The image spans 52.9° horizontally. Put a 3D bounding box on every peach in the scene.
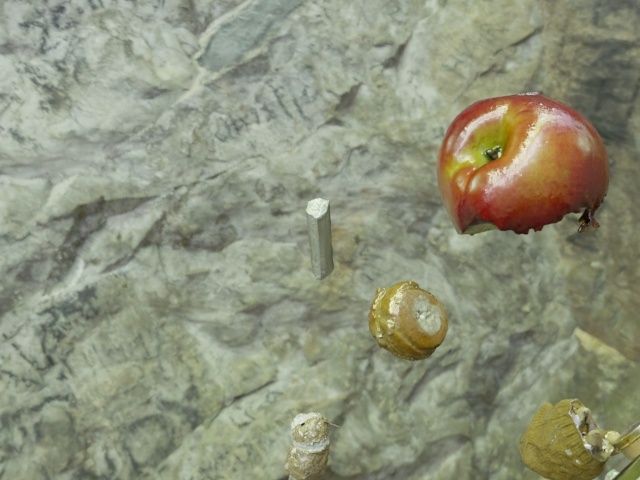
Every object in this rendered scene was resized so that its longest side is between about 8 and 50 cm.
[{"bbox_3d":[0.427,-0.159,1.374,0.406,0.335,0.309,-7,-89,-44],"label":"peach"}]

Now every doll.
[{"bbox_3d":[-0.036,0.526,1.571,0.105,0.115,0.221,-24,-49,-82],"label":"doll"}]

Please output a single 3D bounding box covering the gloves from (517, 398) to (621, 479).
[{"bbox_3d":[0.573,0.485,1.496,0.356,0.203,0.155,93,-166,-59],"label":"gloves"}]

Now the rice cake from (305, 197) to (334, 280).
[{"bbox_3d":[0.000,0.000,1.547,0.057,0.052,0.256,-26,-37,-17],"label":"rice cake"}]

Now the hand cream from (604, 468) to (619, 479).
[{"bbox_3d":[0.655,0.533,1.330,0.039,0.143,0.061,-42,-46,-7],"label":"hand cream"}]

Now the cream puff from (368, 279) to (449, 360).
[{"bbox_3d":[0.140,0.137,1.070,0.144,0.103,0.126,23,-121,-27],"label":"cream puff"}]

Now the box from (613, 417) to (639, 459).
[{"bbox_3d":[0.560,0.334,1.115,0.106,0.037,0.105,-32,-25,-17],"label":"box"}]

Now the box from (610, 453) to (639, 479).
[{"bbox_3d":[0.487,0.417,0.692,0.373,0.420,0.138,-43,-53,0],"label":"box"}]
